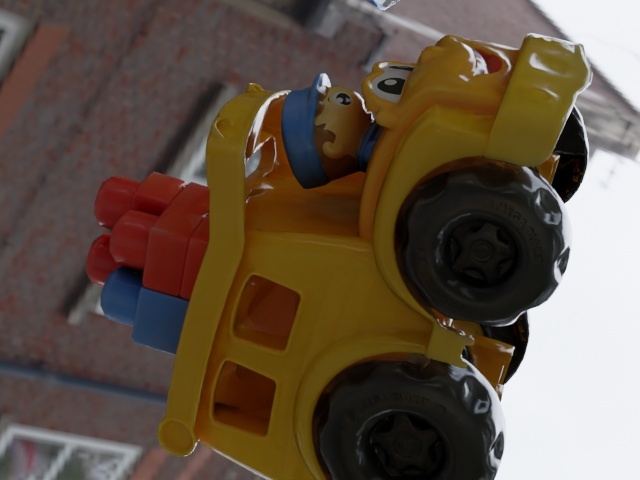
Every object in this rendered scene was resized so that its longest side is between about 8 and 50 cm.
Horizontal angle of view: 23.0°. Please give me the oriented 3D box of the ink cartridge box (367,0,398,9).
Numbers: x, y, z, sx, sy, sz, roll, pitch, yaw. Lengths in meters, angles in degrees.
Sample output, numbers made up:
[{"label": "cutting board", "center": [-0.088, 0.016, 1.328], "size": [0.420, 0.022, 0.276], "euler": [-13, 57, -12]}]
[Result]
[{"label": "ink cartridge box", "center": [0.064, -0.367, 1.233], "size": [0.197, 0.198, 0.270], "euler": [-27, -145, 61]}]

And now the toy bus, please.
[{"label": "toy bus", "center": [0.000, 0.000, 0.695], "size": [0.149, 0.211, 0.220], "euler": [-57, 164, -64]}]
